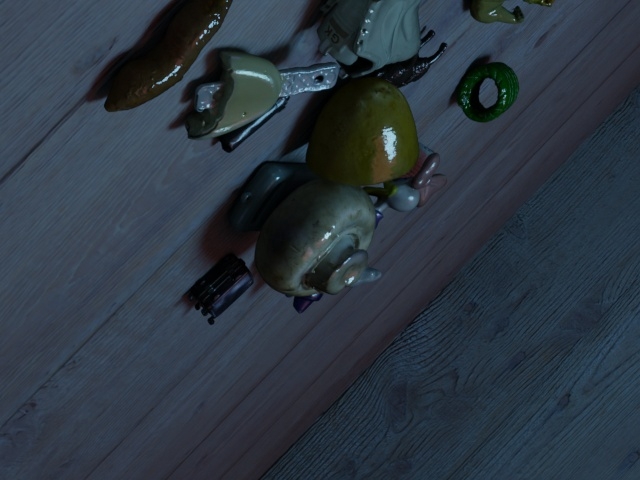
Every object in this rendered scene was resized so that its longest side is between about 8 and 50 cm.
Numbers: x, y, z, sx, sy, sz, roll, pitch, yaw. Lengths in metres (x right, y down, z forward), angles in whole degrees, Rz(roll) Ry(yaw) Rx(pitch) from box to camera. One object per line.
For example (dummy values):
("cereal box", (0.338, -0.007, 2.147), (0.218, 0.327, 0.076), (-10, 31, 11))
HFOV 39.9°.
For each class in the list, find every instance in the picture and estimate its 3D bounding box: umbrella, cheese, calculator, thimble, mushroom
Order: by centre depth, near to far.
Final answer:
("cheese", (-0.075, -0.212, 1.226), (0.235, 0.050, 0.127), (-14, 138, -31))
("umbrella", (-0.100, -0.183, 1.324), (0.133, 0.031, 0.036), (-42, 163, -16))
("mushroom", (0.000, 0.000, 1.554), (0.255, 0.184, 0.255), (-32, 142, -29))
("calculator", (-0.074, -0.078, 1.582), (0.141, 0.045, 0.246), (-53, 160, 19))
("thimble", (0.367, -0.324, 1.932), (0.130, 0.118, 0.090), (-27, -177, 41))

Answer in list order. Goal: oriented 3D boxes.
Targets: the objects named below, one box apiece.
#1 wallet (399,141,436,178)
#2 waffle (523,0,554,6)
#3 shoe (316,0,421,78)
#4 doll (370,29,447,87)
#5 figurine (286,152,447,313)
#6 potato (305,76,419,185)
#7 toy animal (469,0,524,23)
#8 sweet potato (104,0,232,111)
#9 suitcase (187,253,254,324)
("wallet", (0.217, -0.177, 2.055), (0.103, 0.020, 0.196), (-51, 162, 11))
("waffle", (0.495, -0.594, 1.725), (0.325, 0.068, 0.302), (-32, 157, -32))
("shoe", (0.060, -0.326, 1.254), (0.159, 0.124, 0.316), (-36, 160, -6))
("doll", (0.136, -0.300, 1.568), (0.165, 0.057, 0.139), (-47, 166, 31))
("figurine", (0.079, -0.023, 1.802), (0.421, 0.193, 0.154), (-50, 159, -4))
("potato", (0.080, -0.202, 1.495), (0.203, 0.178, 0.158), (-2, 131, -9))
("toy animal", (0.305, -0.455, 1.587), (0.101, 0.103, 0.218), (-23, 167, 5))
("sweet potato", (-0.171, -0.226, 1.044), (0.218, 0.051, 0.065), (-46, 160, -2))
("suitcase", (-0.185, 0.089, 1.660), (0.126, 0.059, 0.086), (-43, 163, -11))
